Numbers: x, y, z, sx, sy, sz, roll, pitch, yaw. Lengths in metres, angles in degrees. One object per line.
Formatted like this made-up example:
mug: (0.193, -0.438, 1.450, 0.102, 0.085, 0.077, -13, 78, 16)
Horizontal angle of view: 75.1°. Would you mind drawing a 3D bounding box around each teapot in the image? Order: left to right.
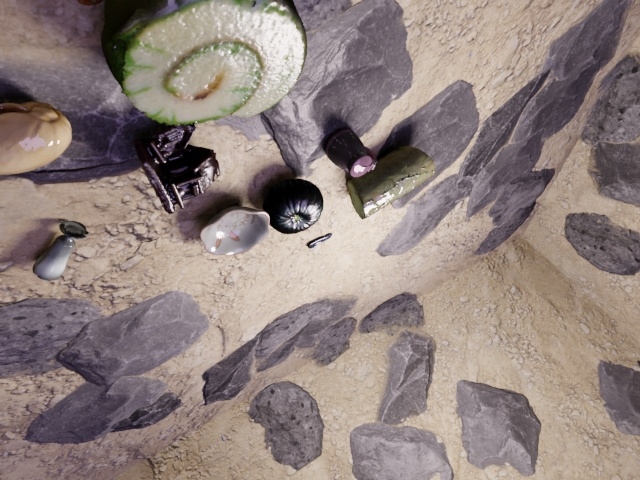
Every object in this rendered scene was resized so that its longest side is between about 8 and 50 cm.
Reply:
teapot: (0.102, -0.260, 1.309, 0.116, 0.146, 0.148, -44, 148, 13)

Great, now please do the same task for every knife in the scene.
knife: (0.000, 0.000, 1.680, 0.121, 0.018, 0.031, -24, 140, -20)

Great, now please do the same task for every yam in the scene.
yam: (0.242, -0.215, 1.489, 0.304, 0.168, 0.168, -34, 149, -5)

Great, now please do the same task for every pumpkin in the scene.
pumpkin: (-0.088, -0.111, 1.332, 0.201, 0.140, 0.202, -10, 141, -8)

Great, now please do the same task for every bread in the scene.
bread: (-0.212, -0.372, 0.815, 0.366, 0.129, 0.382, -27, 162, 18)

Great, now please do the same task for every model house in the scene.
model house: (-0.332, -0.189, 0.996, 0.164, 0.141, 0.203, -19, 143, -8)

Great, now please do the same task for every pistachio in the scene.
pistachio: (-0.575, -0.182, 0.788, 0.200, 0.117, 0.145, -31, 153, -7)

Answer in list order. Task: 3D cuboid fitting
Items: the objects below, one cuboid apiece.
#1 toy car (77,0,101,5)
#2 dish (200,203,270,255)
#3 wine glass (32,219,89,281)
toy car: (-0.397, -0.448, 0.684, 0.059, 0.035, 0.122, -28, 146, -20)
dish: (-0.269, -0.047, 1.294, 0.229, 0.081, 0.229, -19, 149, -12)
wine glass: (-0.648, 0.026, 1.038, 0.155, 0.072, 0.072, -48, 147, 17)
